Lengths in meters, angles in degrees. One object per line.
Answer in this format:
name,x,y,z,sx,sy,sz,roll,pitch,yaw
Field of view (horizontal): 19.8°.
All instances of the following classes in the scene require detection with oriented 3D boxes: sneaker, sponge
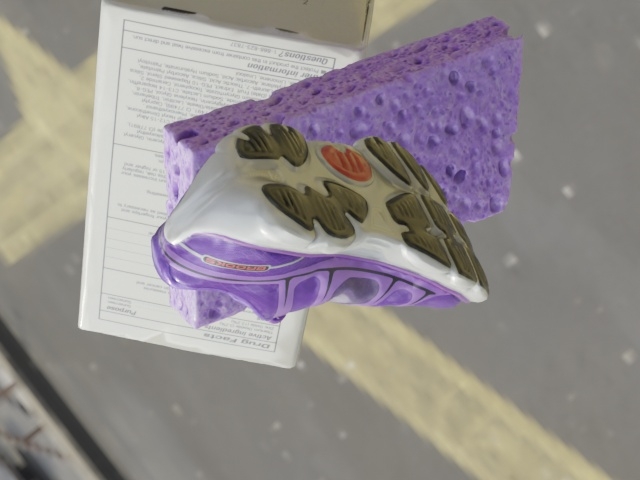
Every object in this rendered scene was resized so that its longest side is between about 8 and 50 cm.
sneaker,0.000,0.000,0.696,0.170,0.071,0.068,14,-135,-49
sponge,0.015,-0.038,0.983,0.031,0.210,0.117,42,143,42

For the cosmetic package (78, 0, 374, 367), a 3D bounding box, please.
cosmetic package,-0.065,-0.062,1.186,0.160,0.113,0.309,11,139,-3
